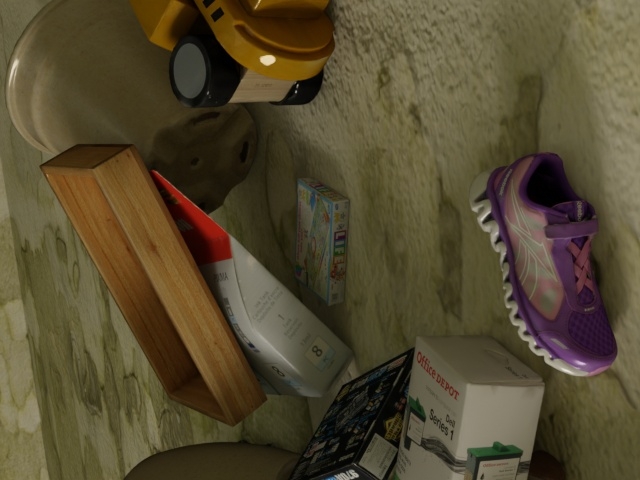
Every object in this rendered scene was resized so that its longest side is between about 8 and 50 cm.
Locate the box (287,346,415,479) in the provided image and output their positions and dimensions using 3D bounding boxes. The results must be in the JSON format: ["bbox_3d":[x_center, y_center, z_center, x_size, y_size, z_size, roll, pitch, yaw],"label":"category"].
[{"bbox_3d":[0.050,0.240,1.392,0.051,0.175,0.220,37,149,-8],"label":"box"}]

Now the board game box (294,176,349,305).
[{"bbox_3d":[0.000,0.000,1.550,0.103,0.026,0.154,36,130,53],"label":"board game box"}]

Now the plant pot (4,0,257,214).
[{"bbox_3d":[-0.270,-0.195,1.731,0.305,0.334,0.334,43,136,32],"label":"plant pot"}]

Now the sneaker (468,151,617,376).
[{"bbox_3d":[0.229,0.013,1.069,0.104,0.095,0.236,-45,58,48],"label":"sneaker"}]

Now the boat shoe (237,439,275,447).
[{"bbox_3d":[-0.082,0.367,1.810,0.065,0.075,0.206,-53,27,-5],"label":"boat shoe"}]

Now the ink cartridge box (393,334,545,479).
[{"bbox_3d":[0.154,0.227,1.203,0.160,0.092,0.219,-140,56,-70],"label":"ink cartridge box"}]

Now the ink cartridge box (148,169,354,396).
[{"bbox_3d":[-0.170,0.076,1.605,0.385,0.091,0.308,44,158,-16],"label":"ink cartridge box"}]

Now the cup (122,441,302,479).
[{"bbox_3d":[-0.094,0.413,1.530,0.237,0.331,0.331,-30,70,32],"label":"cup"}]

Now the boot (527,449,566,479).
[{"bbox_3d":[0.227,0.271,1.208,0.118,0.042,0.087,-149,52,-60],"label":"boot"}]

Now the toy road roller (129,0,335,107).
[{"bbox_3d":[-0.101,-0.341,1.459,0.240,0.202,0.329,-53,57,39],"label":"toy road roller"}]

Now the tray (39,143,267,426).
[{"bbox_3d":[-0.233,0.059,1.555,0.203,0.076,0.411,7,129,56],"label":"tray"}]
